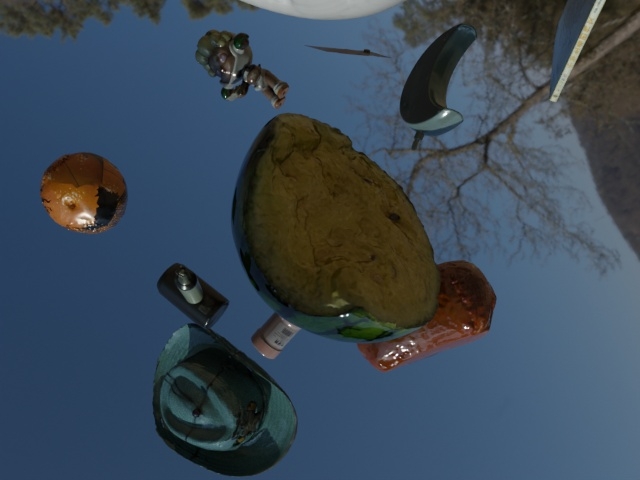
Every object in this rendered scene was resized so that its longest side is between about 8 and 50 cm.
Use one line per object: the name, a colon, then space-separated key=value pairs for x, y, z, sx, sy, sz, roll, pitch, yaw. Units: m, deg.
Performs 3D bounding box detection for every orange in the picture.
orange: x=-0.647 y=-0.129 z=1.692 sx=0.234 sy=0.234 sz=0.182 roll=54 pitch=-160 yaw=-8

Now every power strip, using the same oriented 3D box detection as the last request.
power strip: x=0.224 y=-0.290 z=1.200 sx=0.054 sy=0.167 sz=0.254 roll=25 pitch=-113 yaw=-25

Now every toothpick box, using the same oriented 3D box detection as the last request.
toothpick box: x=-0.124 y=0.267 z=1.837 sx=0.098 sy=0.149 sz=0.098 roll=40 pitch=-169 yaw=-10

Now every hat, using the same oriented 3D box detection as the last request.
hat: x=-0.121 y=0.173 z=0.657 sx=0.190 sy=0.138 sz=0.078 roll=25 pitch=-173 yaw=22

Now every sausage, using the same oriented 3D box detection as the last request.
sausage: x=0.179 y=0.136 z=1.097 sx=0.153 sy=0.268 sz=0.141 roll=18 pitch=-132 yaw=-59

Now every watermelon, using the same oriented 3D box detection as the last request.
watermelon: x=0.000 y=0.000 z=0.843 sx=0.330 sy=0.189 sz=0.331 roll=40 pitch=-146 yaw=-34

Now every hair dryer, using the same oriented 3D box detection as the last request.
hair dryer: x=-0.180 y=0.059 z=0.833 sx=0.100 sy=0.198 sz=0.057 roll=37 pitch=-108 yaw=6

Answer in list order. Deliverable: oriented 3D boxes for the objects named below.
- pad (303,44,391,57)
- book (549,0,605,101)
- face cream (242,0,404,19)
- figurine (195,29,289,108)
pad: x=0.067 y=-0.449 z=1.457 sx=0.187 sy=0.006 sz=0.113 roll=-5 pitch=-154 yaw=-30
book: x=0.433 y=-0.400 z=0.990 sx=0.020 sy=0.295 sz=0.208 roll=14 pitch=-124 yaw=6
face cream: x=-0.021 y=-0.206 z=0.306 sx=0.206 sy=0.205 sz=0.111 roll=29 pitch=-106 yaw=-41
figurine: x=-0.151 y=-0.320 z=1.157 sx=0.197 sy=0.147 sz=0.093 roll=44 pitch=-132 yaw=16
